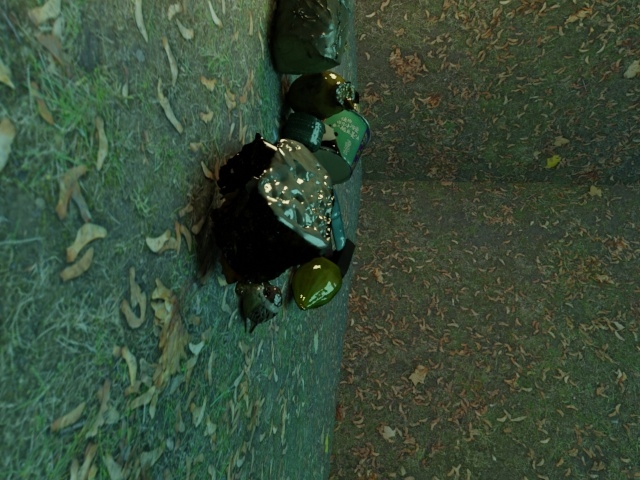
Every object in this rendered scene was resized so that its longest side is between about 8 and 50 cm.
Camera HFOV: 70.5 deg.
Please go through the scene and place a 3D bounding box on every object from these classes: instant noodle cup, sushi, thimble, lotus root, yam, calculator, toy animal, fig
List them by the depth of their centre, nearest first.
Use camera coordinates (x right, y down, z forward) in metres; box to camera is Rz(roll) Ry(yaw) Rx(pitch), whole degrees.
[{"bbox_3d":[-0.102,-0.075,0.909,0.234,0.208,0.348,45,28,-17],"label":"sushi"},{"bbox_3d":[-0.137,0.164,1.089,0.098,0.099,0.137,-52,144,-73],"label":"toy animal"},{"bbox_3d":[-0.030,-0.591,1.235,0.202,0.203,0.270,8,82,-37],"label":"yam"},{"bbox_3d":[0.011,-0.431,1.340,0.154,0.278,0.153,-12,111,-35],"label":"lotus root"},{"bbox_3d":[-0.051,-0.325,1.372,0.135,0.119,0.090,170,-61,-84],"label":"thimble"},{"bbox_3d":[-0.027,0.163,1.576,0.233,0.167,0.167,-55,154,-28],"label":"fig"},{"bbox_3d":[0.039,-0.331,1.616,0.251,0.252,0.190,76,28,-59],"label":"instant noodle cup"},{"bbox_3d":[0.041,-0.150,1.914,0.386,0.055,0.256,-107,-177,-49],"label":"calculator"}]

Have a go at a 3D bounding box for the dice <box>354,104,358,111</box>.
[{"bbox_3d":[0.077,-0.533,1.915,0.169,0.170,0.166,83,14,-46],"label":"dice"}]

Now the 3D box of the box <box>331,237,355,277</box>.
[{"bbox_3d":[0.041,0.122,1.868,0.211,0.058,0.350,-45,-173,22],"label":"box"}]

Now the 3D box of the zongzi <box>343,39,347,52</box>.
[{"bbox_3d":[0.015,-0.726,1.543,0.078,0.160,0.175,-40,134,-71],"label":"zongzi"}]

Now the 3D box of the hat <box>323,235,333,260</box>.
[{"bbox_3d":[0.000,0.000,1.835,0.205,0.089,0.205,-8,90,-87],"label":"hat"}]
